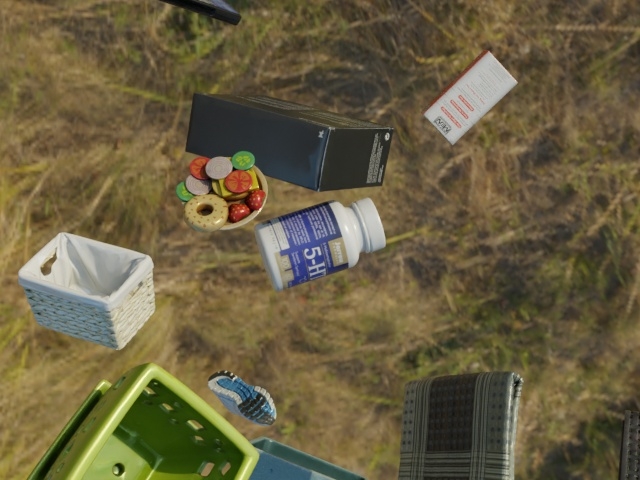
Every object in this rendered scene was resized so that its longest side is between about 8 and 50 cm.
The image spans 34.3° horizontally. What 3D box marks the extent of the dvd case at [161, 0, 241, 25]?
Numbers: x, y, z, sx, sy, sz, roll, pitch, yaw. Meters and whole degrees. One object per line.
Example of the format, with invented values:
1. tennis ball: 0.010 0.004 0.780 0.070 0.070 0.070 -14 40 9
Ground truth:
1. dvd case: -0.253 -0.405 1.581 0.253 0.180 0.022 4 125 -57

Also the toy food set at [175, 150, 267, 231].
1. toy food set: -0.090 -0.046 0.954 0.083 0.083 0.020 -15 149 -5

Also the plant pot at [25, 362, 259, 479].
1. plant pot: -0.263 0.326 1.457 0.228 0.227 0.207 45 149 -21

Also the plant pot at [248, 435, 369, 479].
1. plant pot: -0.066 0.556 2.058 0.247 0.247 0.252 21 85 8

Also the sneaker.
1. sneaker: -0.156 0.345 2.187 0.071 0.190 0.083 -38 134 -24

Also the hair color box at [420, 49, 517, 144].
1. hair color box: 0.234 -0.226 1.636 0.141 0.043 0.072 -43 100 8

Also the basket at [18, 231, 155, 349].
1. basket: -0.333 0.074 1.503 0.167 0.113 0.103 15 132 22

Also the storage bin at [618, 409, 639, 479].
1. storage bin: 0.261 0.227 0.771 0.084 0.180 0.122 4 123 18

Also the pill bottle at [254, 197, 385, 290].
1. pill bottle: 0.000 0.000 1.614 0.186 0.112 0.112 -18 134 -7

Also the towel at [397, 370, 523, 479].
1. towel: 0.214 0.371 1.622 0.056 0.324 0.312 14 164 -25

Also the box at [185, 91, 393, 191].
1. box: -0.049 -0.156 1.605 0.184 0.261 0.103 -5 110 -56
